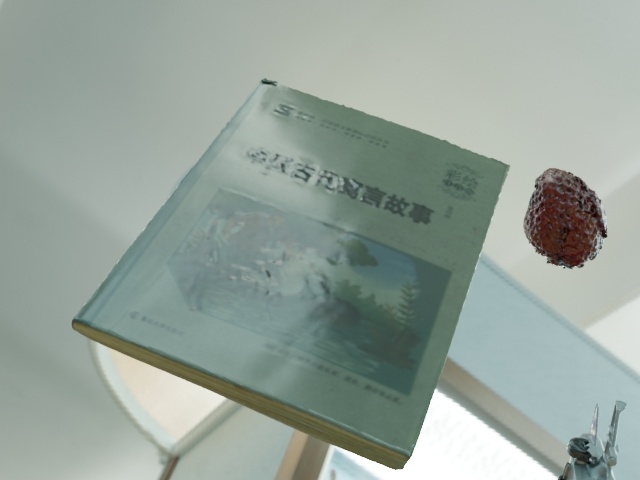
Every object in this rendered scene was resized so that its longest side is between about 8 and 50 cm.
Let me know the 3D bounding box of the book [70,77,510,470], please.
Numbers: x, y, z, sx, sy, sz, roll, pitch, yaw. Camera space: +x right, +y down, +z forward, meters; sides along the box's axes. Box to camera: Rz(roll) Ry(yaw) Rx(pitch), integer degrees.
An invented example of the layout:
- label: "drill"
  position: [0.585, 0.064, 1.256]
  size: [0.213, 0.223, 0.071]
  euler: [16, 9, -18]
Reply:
- label: "book"
  position: [0.000, 0.000, 0.573]
  size: [0.214, 0.283, 0.025]
  euler: [21, -45, 5]

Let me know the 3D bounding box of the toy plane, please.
- label: "toy plane"
  position: [0.269, 0.243, 0.846]
  size: [0.065, 0.171, 0.162]
  euler: [14, -61, 14]

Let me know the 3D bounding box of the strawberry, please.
- label: "strawberry"
  position: [0.236, -0.024, 0.836]
  size: [0.083, 0.083, 0.096]
  euler: [-13, -64, 30]
